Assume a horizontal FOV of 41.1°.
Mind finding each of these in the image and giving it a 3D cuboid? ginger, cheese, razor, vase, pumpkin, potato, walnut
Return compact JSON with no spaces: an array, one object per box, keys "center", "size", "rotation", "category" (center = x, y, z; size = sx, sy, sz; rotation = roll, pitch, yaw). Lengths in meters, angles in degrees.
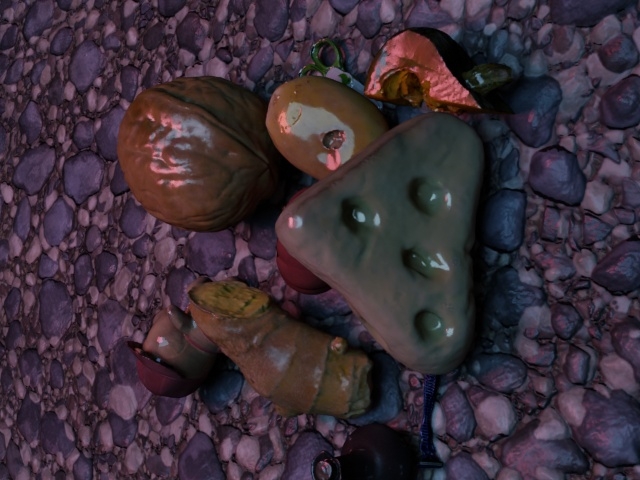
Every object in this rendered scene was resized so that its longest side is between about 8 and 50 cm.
[{"center":[-0.070,0.178,1.397],"size":[0.354,0.126,0.190],"rotation":[38,121,6],"category":"ginger"},{"center":[0.157,-0.011,1.282],"size":[0.351,0.129,0.328],"rotation":[45,79,-6],"category":"cheese"},{"center":[0.166,0.270,1.312],"size":[0.028,0.044,0.154],"rotation":[-12,73,64],"category":"razor"},{"center":[0.059,0.339,1.289],"size":[0.120,0.183,0.120],"rotation":[-7,78,38],"category":"vase"},{"center":[0.186,-0.260,1.305],"size":[0.248,0.131,0.126],"rotation":[16,94,37],"category":"pumpkin"},{"center":[0.018,-0.184,1.414],"size":[0.234,0.146,0.150],"rotation":[36,134,16],"category":"potato"},{"center":[-0.208,-0.155,1.522],"size":[0.313,0.277,0.252],"rotation":[18,127,34],"category":"walnut"}]

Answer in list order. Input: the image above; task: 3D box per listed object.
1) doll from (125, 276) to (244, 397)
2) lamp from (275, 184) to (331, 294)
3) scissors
[{"center":[-0.237,0.175,1.550],"size":[0.256,0.196,0.152],"rotation":[-45,41,17],"category":"doll"},{"center":[0.000,0.000,1.397],"size":[0.140,0.182,0.182],"rotation":[8,89,4],"category":"lamp"},{"center":[0.044,-0.272,1.483],"size":[0.204,0.027,0.101],"rotation":[40,112,33],"category":"scissors"}]
